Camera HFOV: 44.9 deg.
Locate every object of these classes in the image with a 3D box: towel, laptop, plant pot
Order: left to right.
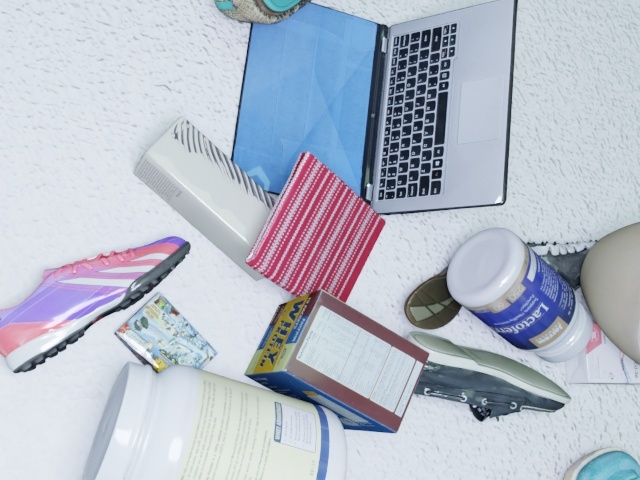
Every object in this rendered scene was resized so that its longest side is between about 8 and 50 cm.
[{"bbox_3d":[0.000,0.000,1.245,0.275,0.031,0.199,38,76,-52],"label":"towel"},{"bbox_3d":[0.095,-0.257,1.329,0.236,0.408,0.382,24,68,-52],"label":"laptop"},{"bbox_3d":[0.593,0.078,1.412,0.284,0.191,0.284,-12,113,-30],"label":"plant pot"}]

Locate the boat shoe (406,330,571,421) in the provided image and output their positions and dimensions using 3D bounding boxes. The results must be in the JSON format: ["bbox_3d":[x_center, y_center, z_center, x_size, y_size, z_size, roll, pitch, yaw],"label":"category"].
[{"bbox_3d":[0.283,0.261,1.361,0.340,0.127,0.113,18,102,-25],"label":"boat shoe"}]

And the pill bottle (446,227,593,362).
[{"bbox_3d":[0.360,0.105,1.374,0.264,0.153,0.153,36,67,-30],"label":"pill bottle"}]

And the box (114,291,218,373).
[{"bbox_3d":[-0.241,0.161,1.212,0.137,0.027,0.094,48,65,-6],"label":"box"}]

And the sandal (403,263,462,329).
[{"bbox_3d":[0.218,0.088,1.399,0.219,0.060,0.090,-41,106,-38],"label":"sandal"}]

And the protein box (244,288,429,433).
[{"bbox_3d":[0.021,0.195,1.216,0.201,0.200,0.136,31,69,-13],"label":"protein box"}]

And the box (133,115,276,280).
[{"bbox_3d":[-0.161,-0.063,1.247,0.275,0.113,0.094,42,65,-11],"label":"box"}]

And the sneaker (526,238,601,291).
[{"bbox_3d":[0.495,0.053,1.509,0.234,0.078,0.106,-1,86,-21],"label":"sneaker"}]

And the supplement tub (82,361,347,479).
[{"bbox_3d":[-0.150,0.314,1.104,0.324,0.235,0.235,21,72,-17],"label":"supplement tub"}]

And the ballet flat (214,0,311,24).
[{"bbox_3d":[-0.004,-0.527,1.369,0.483,0.182,0.164,-41,122,-27],"label":"ballet flat"}]

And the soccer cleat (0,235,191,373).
[{"bbox_3d":[-0.341,0.065,1.153,0.318,0.108,0.116,-35,89,-22],"label":"soccer cleat"}]

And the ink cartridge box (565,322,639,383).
[{"bbox_3d":[0.576,0.221,1.507,0.198,0.067,0.115,4,77,-21],"label":"ink cartridge box"}]

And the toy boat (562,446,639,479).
[{"bbox_3d":[0.494,0.533,1.365,0.318,0.148,0.267,-23,88,-25],"label":"toy boat"}]
